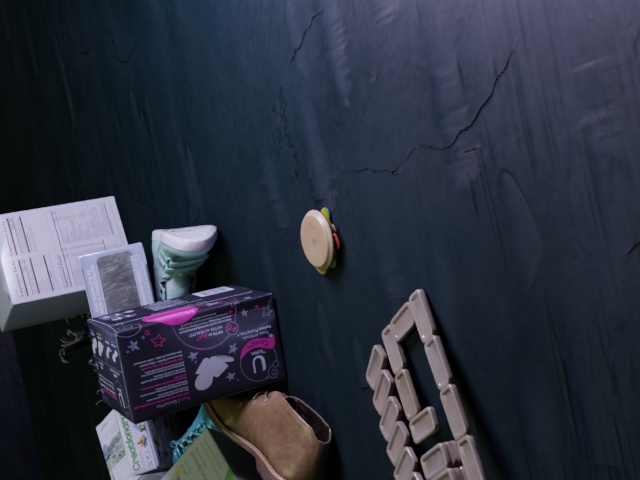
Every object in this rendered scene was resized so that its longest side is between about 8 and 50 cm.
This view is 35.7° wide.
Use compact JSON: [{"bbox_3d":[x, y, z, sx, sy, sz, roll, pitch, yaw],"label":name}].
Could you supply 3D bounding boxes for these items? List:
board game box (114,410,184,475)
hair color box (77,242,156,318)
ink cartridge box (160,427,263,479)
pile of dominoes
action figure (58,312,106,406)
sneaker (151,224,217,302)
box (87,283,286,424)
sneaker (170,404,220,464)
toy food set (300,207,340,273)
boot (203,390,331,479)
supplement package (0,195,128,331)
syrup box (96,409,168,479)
[{"bbox_3d":[-0.318,0.336,1.855,0.305,0.053,0.193,72,180,-78],"label":"board game box"},{"bbox_3d":[-0.359,0.114,1.814,0.374,0.114,0.185,161,96,-80],"label":"hair color box"},{"bbox_3d":[-0.216,0.506,1.600,0.353,0.119,0.207,-50,46,9],"label":"ink cartridge box"},{"bbox_3d":[0.128,0.208,1.151,0.196,0.040,0.251,123,138,-54],"label":"pile of dominoes"},{"bbox_3d":[-0.526,0.229,2.257,0.164,0.141,0.275,106,141,-61],"label":"action figure"},{"bbox_3d":[-0.223,0.053,1.659,0.256,0.094,0.151,178,87,-72],"label":"sneaker"},{"bbox_3d":[-0.204,0.166,1.503,0.163,0.247,0.142,7,107,62],"label":"box"},{"bbox_3d":[-0.203,0.360,1.728,0.107,0.110,0.275,55,144,37],"label":"sneaker"},{"bbox_3d":[0.000,0.000,1.301,0.082,0.020,0.083,-41,64,59],"label":"toy food set"},{"bbox_3d":[-0.076,0.266,1.494,0.305,0.112,0.115,32,106,51],"label":"boot"},{"bbox_3d":[-0.558,0.049,2.108,0.199,0.263,0.198,-43,63,58],"label":"supplement package"},{"bbox_3d":[-0.378,0.444,2.044,0.093,0.096,0.237,-45,36,5],"label":"syrup box"}]
